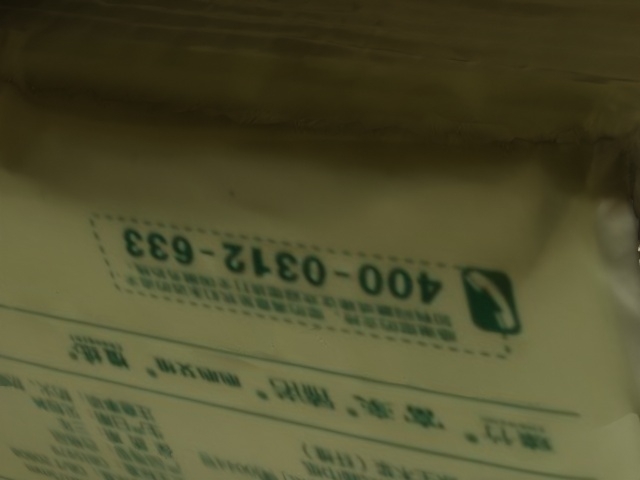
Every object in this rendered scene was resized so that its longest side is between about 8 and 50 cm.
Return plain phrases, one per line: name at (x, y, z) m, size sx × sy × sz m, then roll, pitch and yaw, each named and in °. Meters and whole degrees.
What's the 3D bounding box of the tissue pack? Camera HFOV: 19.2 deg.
tissue pack at (0.000, 0.000, 0.651) m, size 0.380 × 0.297 × 0.207 m, roll 11°, pitch -132°, yaw 32°
